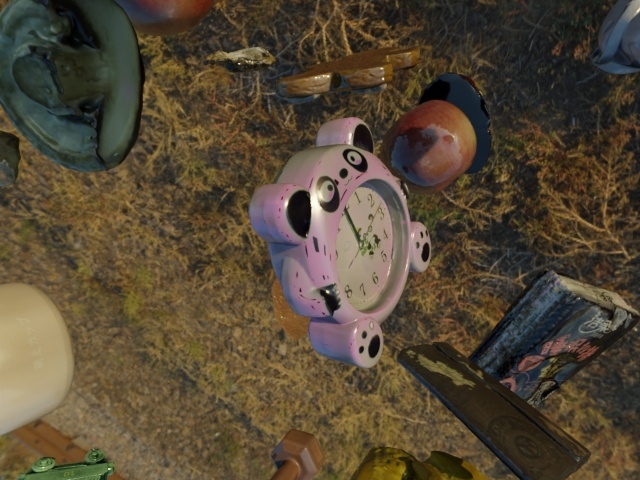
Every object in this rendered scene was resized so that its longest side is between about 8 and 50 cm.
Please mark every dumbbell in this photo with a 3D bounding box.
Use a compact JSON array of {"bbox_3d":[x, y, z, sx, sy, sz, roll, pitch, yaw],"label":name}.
[{"bbox_3d":[-0.073,0.392,0.638,0.082,0.231,0.092,-27,88,23],"label":"dumbbell"}]

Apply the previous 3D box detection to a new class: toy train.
[{"bbox_3d":[-0.510,0.483,0.824,0.099,0.172,0.070,19,103,62],"label":"toy train"}]

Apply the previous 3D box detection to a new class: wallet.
[{"bbox_3d":[0.302,0.292,0.746,0.321,0.170,0.044,39,122,45],"label":"wallet"}]

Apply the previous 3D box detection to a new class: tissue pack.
[{"bbox_3d":[0.490,0.225,0.894,0.245,0.123,0.332,15,120,-27],"label":"tissue pack"}]

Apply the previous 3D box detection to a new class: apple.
[{"bbox_3d":[-0.436,-0.721,1.077,0.277,0.348,0.348,-12,122,29],"label":"apple"},{"bbox_3d":[0.325,-0.268,1.218,0.235,0.306,0.306,54,138,8],"label":"apple"}]

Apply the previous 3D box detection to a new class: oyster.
[{"bbox_3d":[-0.199,-0.440,1.005,0.177,0.105,0.056,-11,118,-12],"label":"oyster"}]

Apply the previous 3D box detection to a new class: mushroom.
[{"bbox_3d":[-0.394,-0.255,0.636,0.164,0.189,0.267,10,137,11],"label":"mushroom"}]

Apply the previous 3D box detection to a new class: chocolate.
[{"bbox_3d":[0.465,-0.398,1.426,0.225,0.210,0.340,-17,99,22],"label":"chocolate"}]

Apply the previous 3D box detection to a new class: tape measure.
[{"bbox_3d":[0.509,-0.331,0.556,0.120,0.236,0.197,40,-178,-20],"label":"tape measure"}]

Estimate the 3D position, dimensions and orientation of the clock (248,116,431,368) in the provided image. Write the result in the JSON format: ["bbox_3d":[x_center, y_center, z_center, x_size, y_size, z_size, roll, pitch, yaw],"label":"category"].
[{"bbox_3d":[0.034,0.000,0.494,0.090,0.227,0.247,3,133,40],"label":"clock"}]

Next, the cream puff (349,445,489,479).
[{"bbox_3d":[0.185,0.500,0.744,0.274,0.323,0.269,-40,80,13],"label":"cream puff"}]

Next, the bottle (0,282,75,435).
[{"bbox_3d":[-0.362,0.127,0.348,0.148,0.236,0.147,3,97,26],"label":"bottle"}]

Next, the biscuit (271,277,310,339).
[{"bbox_3d":[-0.062,0.164,1.113,0.142,0.029,0.220,-6,99,10],"label":"biscuit"}]

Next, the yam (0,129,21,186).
[{"bbox_3d":[-0.534,-0.151,0.441,0.081,0.081,0.357,-7,161,35],"label":"yam"}]

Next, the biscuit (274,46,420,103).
[{"bbox_3d":[0.091,-0.401,0.979,0.283,0.432,0.064,0,119,20],"label":"biscuit"}]
